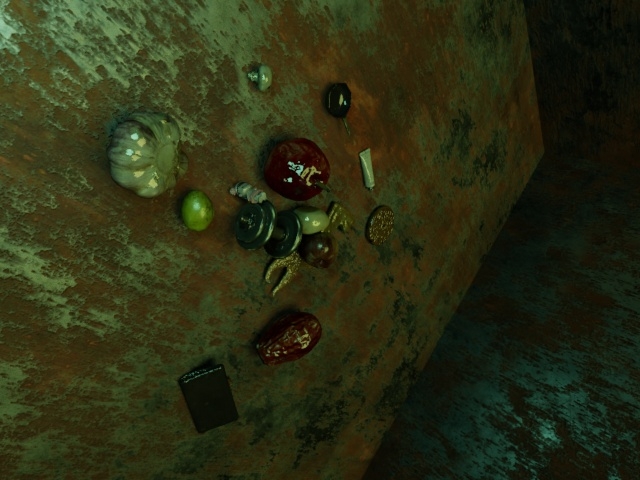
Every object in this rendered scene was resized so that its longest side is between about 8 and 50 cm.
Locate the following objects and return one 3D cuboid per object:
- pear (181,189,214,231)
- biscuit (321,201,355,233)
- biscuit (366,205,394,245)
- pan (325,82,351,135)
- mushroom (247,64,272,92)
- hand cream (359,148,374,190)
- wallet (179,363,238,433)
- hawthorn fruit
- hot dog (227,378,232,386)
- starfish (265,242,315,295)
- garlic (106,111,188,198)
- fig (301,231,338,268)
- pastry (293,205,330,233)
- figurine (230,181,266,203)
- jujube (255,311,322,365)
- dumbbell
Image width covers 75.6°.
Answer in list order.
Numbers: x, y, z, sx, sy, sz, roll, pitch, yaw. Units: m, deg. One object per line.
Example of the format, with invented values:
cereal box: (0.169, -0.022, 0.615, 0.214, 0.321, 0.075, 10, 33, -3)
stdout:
pear: (-0.387, -0.095, 1.306, 0.107, 0.107, 0.131, 4, 95, -48)
biscuit: (0.074, -0.070, 1.859, 0.183, 0.039, 0.174, 28, 86, -49)
biscuit: (0.306, -0.076, 2.104, 0.212, 0.036, 0.211, -22, 122, -40)
pan: (0.064, -0.513, 1.624, 0.129, 0.048, 0.201, -19, 120, -39)
mushroom: (-0.195, -0.524, 1.335, 0.080, 0.085, 0.085, 2, 111, -11)
hand cream: (0.216, -0.320, 1.891, 0.067, 0.042, 0.194, -29, 123, -25)
wallet: (-0.436, 0.629, 1.633, 0.171, 0.044, 0.320, -17, 123, -18)
hawthorn fruit: (-0.057, -0.238, 1.475, 0.230, 0.266, 0.210, -48, 155, -15)
hot dog: (-0.395, 0.589, 1.683, 0.083, 0.035, 0.058, 19, 91, -49)
starfish: (-0.100, 0.083, 1.735, 0.303, 0.060, 0.298, -8, 112, -45)
garlic: (-0.473, -0.232, 1.117, 0.245, 0.161, 0.244, 14, 90, -69)
fig: (0.014, 0.007, 1.703, 0.160, 0.143, 0.230, 87, 22, -46)
pastry: (-0.042, -0.084, 1.641, 0.157, 0.157, 0.091, -21, 122, -39)
figurine: (-0.245, -0.158, 1.412, 0.072, 0.129, 0.054, -46, 149, -27)
jujube: (-0.131, 0.424, 1.768, 0.291, 0.197, 0.197, -27, 128, -17)
dumbbell: (-0.184, -0.039, 1.483, 0.290, 0.192, 0.191, 23, 91, -49)
